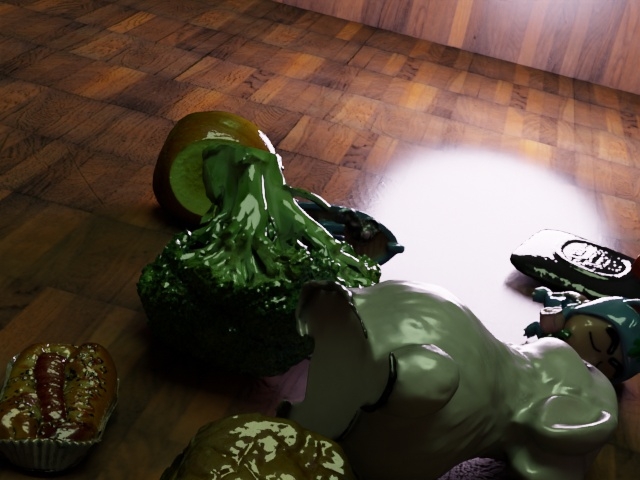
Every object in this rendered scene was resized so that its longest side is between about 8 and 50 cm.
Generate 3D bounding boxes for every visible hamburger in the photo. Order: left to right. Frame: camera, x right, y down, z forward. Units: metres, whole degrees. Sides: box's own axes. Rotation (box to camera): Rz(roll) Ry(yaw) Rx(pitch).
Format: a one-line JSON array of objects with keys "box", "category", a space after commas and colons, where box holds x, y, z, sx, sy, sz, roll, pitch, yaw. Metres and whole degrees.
[{"box": [-0.043, 0.219, 1.019, 0.183, 0.130, 0.206, 9, 22, -4], "category": "hamburger"}]

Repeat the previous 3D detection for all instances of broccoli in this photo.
[{"box": [-0.073, 0.022, 1.397, 0.261, 0.241, 0.269, 0, -6, 26], "category": "broccoli"}]

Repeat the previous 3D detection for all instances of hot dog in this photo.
[{"box": [-0.237, 0.143, 1.203, 0.108, 0.059, 0.191, 7, 22, -5], "category": "hot dog"}]

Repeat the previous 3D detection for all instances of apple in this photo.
[{"box": [-0.138, -0.096, 1.784, 0.147, 0.146, 0.163, 20, 18, 6], "category": "apple"}]

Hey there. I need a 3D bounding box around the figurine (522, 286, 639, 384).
[{"box": [0.300, 0.113, 1.575, 0.144, 0.114, 0.178, -10, 18, -33], "category": "figurine"}]

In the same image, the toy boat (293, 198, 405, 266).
[{"box": [0.000, 0.000, 1.670, 0.223, 0.100, 0.097, 3, 13, -20], "category": "toy boat"}]

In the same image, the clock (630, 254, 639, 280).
[{"box": [0.511, 0.067, 1.829, 0.113, 0.061, 0.155, 2, 35, -38], "category": "clock"}]

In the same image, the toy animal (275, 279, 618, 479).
[{"box": [0.147, 0.149, 1.272, 0.357, 0.194, 0.258, 12, 8, -27], "category": "toy animal"}]

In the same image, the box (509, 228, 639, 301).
[{"box": [0.375, 0.039, 1.896, 0.201, 0.042, 0.212, 24, 22, 21], "category": "box"}]

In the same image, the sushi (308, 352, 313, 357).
[{"box": [-0.032, 0.075, 1.551, 0.139, 0.031, 0.201, 16, 20, 6], "category": "sushi"}]
